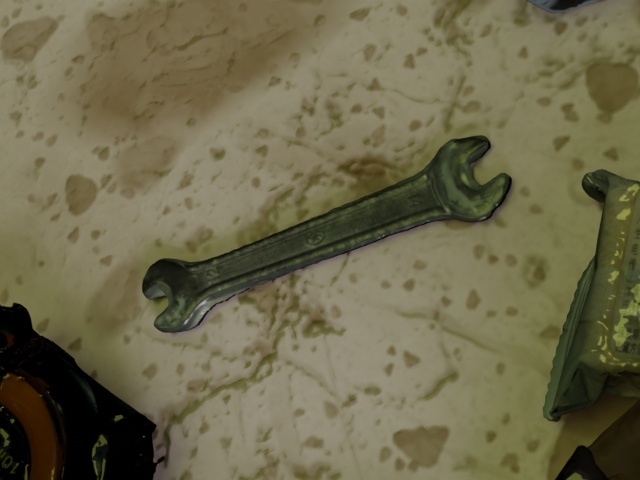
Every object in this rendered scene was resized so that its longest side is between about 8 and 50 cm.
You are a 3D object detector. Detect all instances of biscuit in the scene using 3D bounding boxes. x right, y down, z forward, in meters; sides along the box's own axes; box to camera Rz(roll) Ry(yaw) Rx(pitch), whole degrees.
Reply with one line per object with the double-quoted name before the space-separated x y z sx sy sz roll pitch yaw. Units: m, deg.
"biscuit" 0.292 0.046 1.095 0.309 0.079 0.186 5 76 26

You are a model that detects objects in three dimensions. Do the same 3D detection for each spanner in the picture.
"spanner" 0.000 0.000 1.293 0.302 0.017 0.071 -22 65 18

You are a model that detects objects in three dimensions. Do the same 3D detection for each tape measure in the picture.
"tape measure" -0.231 0.178 1.282 0.202 0.135 0.223 33 82 28

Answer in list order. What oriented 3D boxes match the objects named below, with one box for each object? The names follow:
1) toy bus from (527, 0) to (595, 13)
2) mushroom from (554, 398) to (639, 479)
"toy bus" 0.143 -0.316 1.277 0.136 0.109 0.330 -36 61 22
"mushroom" 0.209 0.220 0.928 0.362 0.294 0.362 -36 38 35
